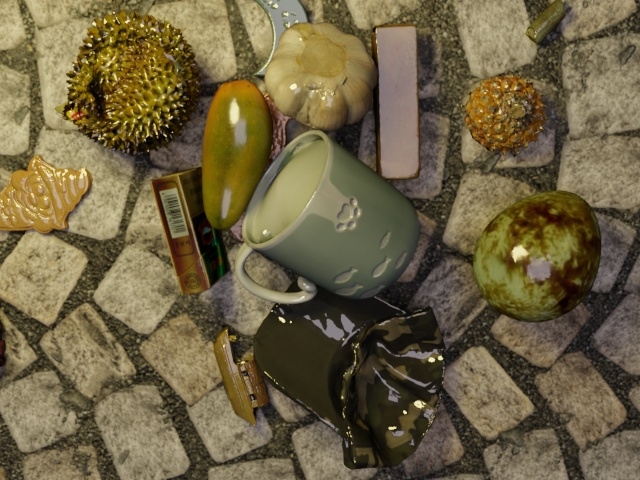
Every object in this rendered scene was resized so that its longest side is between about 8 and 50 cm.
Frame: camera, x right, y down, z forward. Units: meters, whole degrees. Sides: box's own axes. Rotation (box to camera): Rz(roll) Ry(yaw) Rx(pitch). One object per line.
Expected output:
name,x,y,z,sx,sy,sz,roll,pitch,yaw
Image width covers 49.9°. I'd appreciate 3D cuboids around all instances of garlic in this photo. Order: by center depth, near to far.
garlic,0.003,-0.311,1.331,0.228,0.152,0.227,5,68,-12

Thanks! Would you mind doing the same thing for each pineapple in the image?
pineapple,0.387,-0.256,1.392,0.161,0.137,0.176,-42,97,5

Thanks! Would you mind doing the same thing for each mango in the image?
mango,-0.171,-0.169,1.348,0.129,0.146,0.289,3,112,-41

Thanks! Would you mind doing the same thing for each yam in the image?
yam,0.465,-0.448,1.409,0.094,0.043,0.043,-44,98,5

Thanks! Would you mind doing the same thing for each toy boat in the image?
toy boat,-0.173,0.297,1.516,0.088,0.068,0.225,-17,97,-3

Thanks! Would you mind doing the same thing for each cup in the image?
cup,0.000,0.000,1.359,0.275,0.259,0.356,32,113,-27

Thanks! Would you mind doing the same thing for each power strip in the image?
power strip,-0.087,-0.420,1.401,0.137,0.044,0.215,-13,99,0

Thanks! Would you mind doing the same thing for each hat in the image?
hat,0.063,0.269,1.489,0.382,0.257,0.366,26,71,30

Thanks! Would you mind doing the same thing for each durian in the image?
durian,-0.362,-0.296,1.331,0.258,0.258,0.292,33,107,-6

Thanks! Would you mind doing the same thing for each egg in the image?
egg,0.446,0.029,1.395,0.238,0.238,0.289,44,82,-8

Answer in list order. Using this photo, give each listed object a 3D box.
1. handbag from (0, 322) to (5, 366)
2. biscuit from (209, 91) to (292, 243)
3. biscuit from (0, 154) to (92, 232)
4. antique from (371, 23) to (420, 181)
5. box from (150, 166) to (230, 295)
handbag,-0.796,0.189,1.478,0.216,0.074,0.203,-3,101,-1
biscuit,-0.142,-0.148,1.445,0.206,0.049,0.323,-4,99,1
biscuit,-0.601,-0.087,1.458,0.250,0.035,0.162,-26,95,5
antique,0.152,-0.277,1.405,0.088,0.093,0.309,-3,100,-1
box,-0.263,-0.024,1.410,0.071,0.159,0.240,-12,101,8
